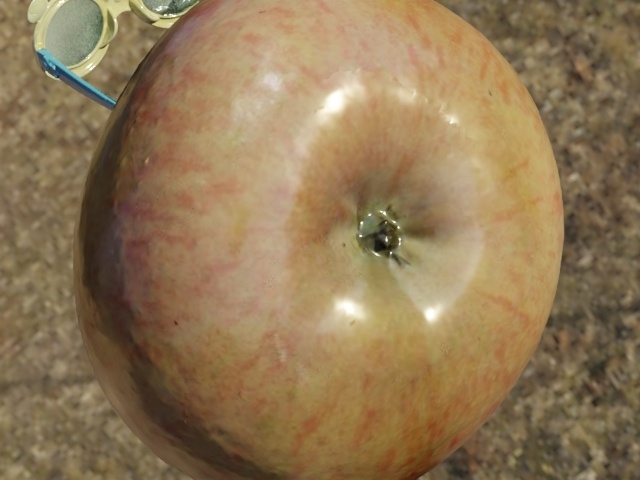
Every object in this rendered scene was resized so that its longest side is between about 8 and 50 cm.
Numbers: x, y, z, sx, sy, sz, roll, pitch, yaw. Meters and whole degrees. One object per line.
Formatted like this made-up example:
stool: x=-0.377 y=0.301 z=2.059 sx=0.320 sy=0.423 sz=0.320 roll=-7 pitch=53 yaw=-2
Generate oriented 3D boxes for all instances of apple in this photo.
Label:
apple: x=0.000 y=0.000 z=0.915 sx=0.345 sy=0.345 sz=0.269 roll=-39 pitch=-2 yaw=-6

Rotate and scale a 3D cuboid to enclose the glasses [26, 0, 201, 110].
glasses: x=-0.115 y=-0.141 z=1.220 sx=0.189 sy=0.088 sz=0.220 roll=-31 pitch=66 yaw=-24
